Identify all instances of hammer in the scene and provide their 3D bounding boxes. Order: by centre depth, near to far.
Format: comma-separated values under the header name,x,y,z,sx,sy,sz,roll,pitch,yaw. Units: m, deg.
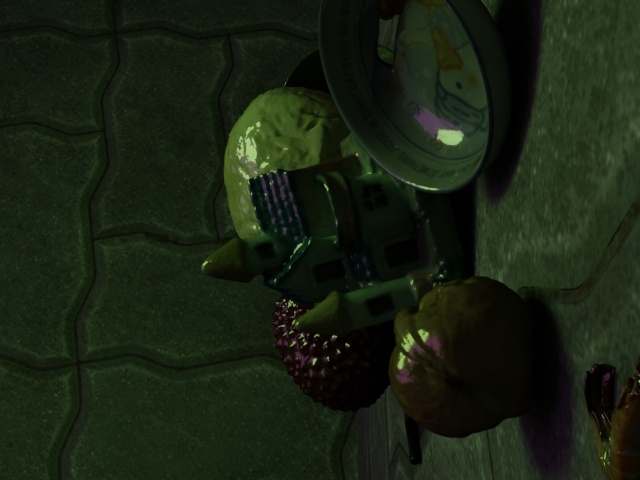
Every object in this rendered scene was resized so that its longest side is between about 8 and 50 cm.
name,x,y,z,sx,sy,sz,roll,pitch,yaw
hammer,0.167,0.327,1.479,0.201,0.021,0.078,-92,3,-50

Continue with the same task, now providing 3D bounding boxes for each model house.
name,x,y,z,sx,sy,sz,roll,pitch,yaw
model house,0.000,0.000,1.064,0.194,0.325,0.267,173,82,-80

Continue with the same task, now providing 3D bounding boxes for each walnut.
name,x,y,z,sx,sy,sz,roll,pitch,yaw
walnut,0.135,0.110,0.743,0.166,0.149,0.166,-55,-9,-13

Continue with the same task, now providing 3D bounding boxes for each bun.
name,x,y,z,sx,sy,sz,roll,pitch,yaw
bun,-0.006,-0.081,1.293,0.352,0.349,0.227,67,-157,-15

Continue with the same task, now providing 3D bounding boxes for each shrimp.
name,x,y,z,sx,sy,sz,roll,pitch,yaw
shrimp,0.196,0.105,0.518,0.091,0.025,0.127,-90,-2,-48

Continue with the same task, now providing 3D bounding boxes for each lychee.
name,x,y,z,sx,sy,sz,roll,pitch,yaw
lychee,0.051,0.181,1.462,0.276,0.304,0.275,-46,-23,-26

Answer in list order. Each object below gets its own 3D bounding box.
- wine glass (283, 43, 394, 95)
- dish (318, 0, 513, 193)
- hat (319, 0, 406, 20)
name,x,y,z,sx,sy,sz,roll,pitch,yaw
wine glass,0.059,-0.231,1.595,0.406,0.267,0.267,-59,-30,-87
dish,0.131,-0.203,0.895,0.273,0.134,0.273,40,148,32
hat,0.082,-0.495,1.250,0.400,0.285,0.285,-52,-35,-70
